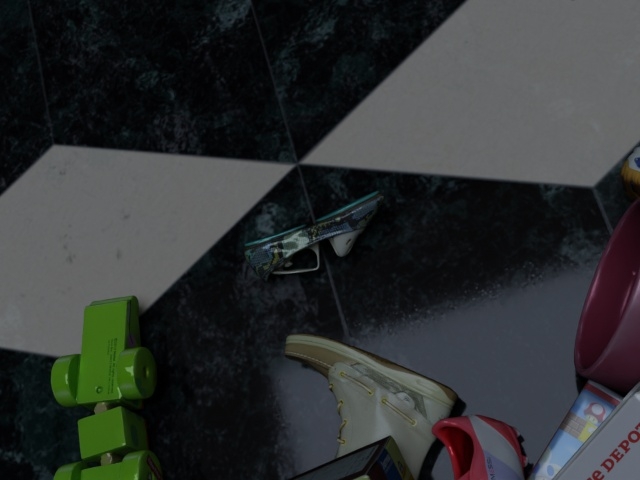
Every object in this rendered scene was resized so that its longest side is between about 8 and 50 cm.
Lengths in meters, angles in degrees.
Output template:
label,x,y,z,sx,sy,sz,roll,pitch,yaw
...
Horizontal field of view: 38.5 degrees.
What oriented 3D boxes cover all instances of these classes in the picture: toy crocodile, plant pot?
label,x,y,z,sx,sy,sz,roll,pitch,yaw
toy crocodile,-0.250,0.230,1.109,0.115,0.105,0.340,-13,65,12
plant pot,0.379,0.075,0.930,0.180,0.201,0.201,20,78,4

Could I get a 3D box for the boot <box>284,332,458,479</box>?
label,x,y,z,sx,sy,sz,roll,pitch,yaw
boot,0.030,0.207,1.042,0.213,0.077,0.165,20,81,21

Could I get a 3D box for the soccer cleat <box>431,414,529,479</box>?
label,x,y,z,sx,sy,sz,roll,pitch,yaw
soccer cleat,0.181,0.277,0.916,0.095,0.083,0.248,11,36,-19

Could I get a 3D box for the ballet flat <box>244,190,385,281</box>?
label,x,y,z,sx,sy,sz,roll,pitch,yaw
ballet flat,0.000,0.000,1.132,0.189,0.070,0.070,-22,68,10

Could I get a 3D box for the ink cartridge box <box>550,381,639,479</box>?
label,x,y,z,sx,sy,sz,roll,pitch,yaw
ink cartridge box,0.328,0.247,0.817,0.219,0.093,0.160,41,114,18

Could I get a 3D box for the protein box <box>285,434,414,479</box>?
label,x,y,z,sx,sy,sz,roll,pitch,yaw
protein box,0.017,0.339,0.923,0.201,0.136,0.199,-27,87,15

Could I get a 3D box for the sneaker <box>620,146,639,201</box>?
label,x,y,z,sx,sy,sz,roll,pitch,yaw
sneaker,0.475,-0.040,0.973,0.296,0.112,0.131,38,85,23

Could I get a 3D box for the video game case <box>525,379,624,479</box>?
label,x,y,z,sx,sy,sz,roll,pitch,yaw
video game case,0.297,0.317,0.953,0.204,0.025,0.285,31,83,23
